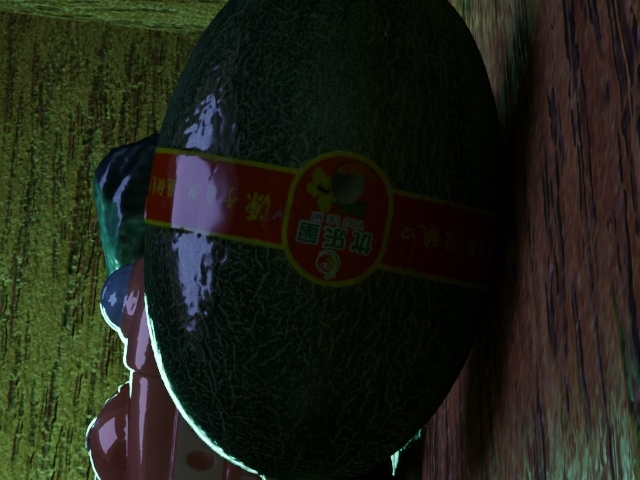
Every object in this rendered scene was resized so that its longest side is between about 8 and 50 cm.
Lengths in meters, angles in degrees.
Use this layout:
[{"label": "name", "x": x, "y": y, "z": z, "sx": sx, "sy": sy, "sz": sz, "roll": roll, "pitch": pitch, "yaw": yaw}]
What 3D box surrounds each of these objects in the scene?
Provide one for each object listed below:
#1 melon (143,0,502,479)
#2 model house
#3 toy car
[{"label": "melon", "x": 0.000, "y": 0.000, "z": 0.988, "sx": 0.182, "sy": 0.182, "sz": 0.287, "roll": -167, "pitch": 82, "yaw": -87}, {"label": "model house", "x": -0.057, "y": 0.019, "z": 1.774, "sx": 0.291, "sy": 0.253, "sz": 0.184, "roll": -119, "pitch": 18, "yaw": -55}, {"label": "toy car", "x": -0.043, "y": 0.093, "z": 1.275, "sx": 0.180, "sy": 0.212, "sz": 0.270, "roll": -123, "pitch": 40, "yaw": -86}]
